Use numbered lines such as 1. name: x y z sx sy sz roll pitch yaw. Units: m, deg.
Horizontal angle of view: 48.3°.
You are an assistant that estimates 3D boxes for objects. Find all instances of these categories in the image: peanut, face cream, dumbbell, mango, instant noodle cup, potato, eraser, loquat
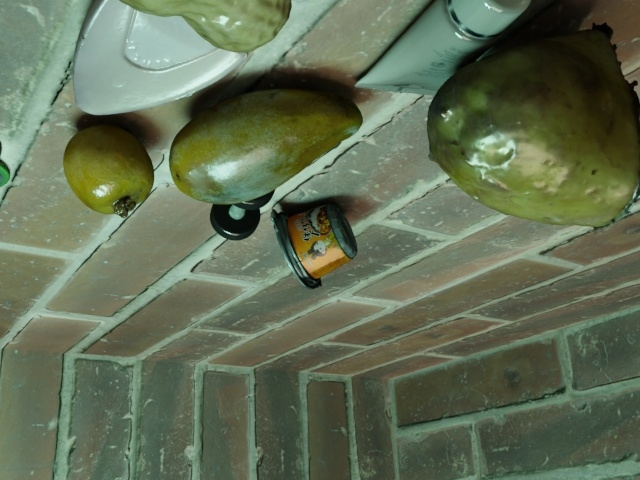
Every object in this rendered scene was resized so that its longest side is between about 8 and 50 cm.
1. peanut: -0.143 -0.296 0.732 0.159 0.143 0.291 -34 150 11
2. face cream: 0.164 -0.260 0.957 0.143 0.089 0.314 0 166 -18
3. dumbbell: -0.148 -0.077 1.343 0.100 0.100 0.191 3 159 -15
4. mango: -0.089 -0.150 1.111 0.316 0.146 0.193 -15 164 12
5. instant noodle cup: 0.000 0.000 1.487 0.125 0.178 0.208 -24 140 15
6. potato: 0.256 -0.149 0.961 0.237 0.301 0.289 -2 150 -7
7. eraser: -0.250 -0.246 0.957 0.243 0.059 0.204 -24 150 36
8. loquat: -0.344 -0.115 1.164 0.137 0.163 0.163 -28 168 -24

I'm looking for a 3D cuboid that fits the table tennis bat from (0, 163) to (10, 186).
1. table tennis bat: -0.637 -0.135 1.219 0.160 0.039 0.257 -4 161 -3
